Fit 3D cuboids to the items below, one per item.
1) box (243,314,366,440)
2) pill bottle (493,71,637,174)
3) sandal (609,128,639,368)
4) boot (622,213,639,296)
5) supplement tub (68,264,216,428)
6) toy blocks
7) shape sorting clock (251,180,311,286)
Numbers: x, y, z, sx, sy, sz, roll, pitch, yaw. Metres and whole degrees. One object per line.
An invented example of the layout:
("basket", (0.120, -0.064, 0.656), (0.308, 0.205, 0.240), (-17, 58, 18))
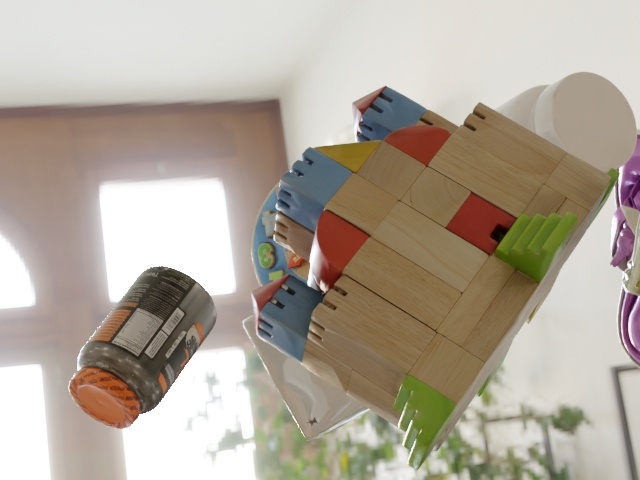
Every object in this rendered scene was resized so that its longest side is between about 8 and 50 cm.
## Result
("box", (0.010, 0.201, 2.200), (0.168, 0.215, 0.345), (-29, -8, 0))
("pill bottle", (0.282, -0.113, 1.761), (0.160, 0.160, 0.283), (0, -15, -28))
("sandal", (0.499, 0.035, 2.012), (0.102, 0.416, 0.169), (-24, 29, -28))
("boot", (0.351, -0.018, 1.255), (0.077, 0.165, 0.213), (16, -3, -3))
("supplement tub", (-0.219, 0.132, 1.612), (0.117, 0.190, 0.117), (20, -39, 17))
("toy blocks", (0.076, -0.002, 1.198), (0.261, 0.381, 0.190), (31, -31, 13))
("shape sorting clock", (0.000, 0.000, 1.689), (0.206, 0.206, 0.040), (-15, -11, 25))
